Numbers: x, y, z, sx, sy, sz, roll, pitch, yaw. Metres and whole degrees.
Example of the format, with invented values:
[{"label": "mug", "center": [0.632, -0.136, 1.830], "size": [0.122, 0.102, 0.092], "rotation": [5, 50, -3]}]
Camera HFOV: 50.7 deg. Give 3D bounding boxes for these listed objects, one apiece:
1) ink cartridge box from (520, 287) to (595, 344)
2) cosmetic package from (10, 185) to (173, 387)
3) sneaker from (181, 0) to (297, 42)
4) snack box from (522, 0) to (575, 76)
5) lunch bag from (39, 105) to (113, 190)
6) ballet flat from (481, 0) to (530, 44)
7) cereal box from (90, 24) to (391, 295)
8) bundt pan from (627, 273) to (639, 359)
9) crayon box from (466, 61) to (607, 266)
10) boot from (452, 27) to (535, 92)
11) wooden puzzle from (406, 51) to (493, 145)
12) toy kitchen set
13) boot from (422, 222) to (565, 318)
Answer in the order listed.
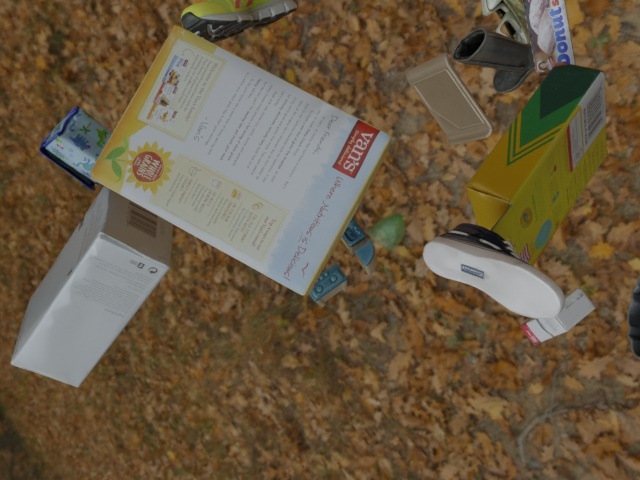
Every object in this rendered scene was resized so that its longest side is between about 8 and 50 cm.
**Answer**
[{"label": "ink cartridge box", "center": [0.516, 0.168, 1.475], "size": [0.056, 0.099, 0.135], "rotation": [54, 158, 10]}, {"label": "cosmetic package", "center": [-0.463, 0.090, 1.383], "size": [0.385, 0.156, 0.217], "rotation": [-48, 30, 22]}, {"label": "sneaker", "center": [-0.122, -0.332, 0.924], "size": [0.081, 0.208, 0.094], "rotation": [-12, 107, 38]}, {"label": "snack box", "center": [0.375, -0.365, 1.117], "size": [0.064, 0.022, 0.178], "rotation": [-8, 116, 25]}, {"label": "lunch bag", "center": [-0.454, -0.167, 1.283], "size": [0.129, 0.096, 0.151], "rotation": [40, 150, -26]}, {"label": "ballet flat", "center": [0.546, -0.674, 1.994], "size": [0.348, 0.123, 0.123], "rotation": [50, 149, -11]}, {"label": "cereal box", "center": [-0.075, -0.077, 0.652], "size": [0.240, 0.173, 0.047], "rotation": [29, 177, 6]}, {"label": "bundt pan", "center": [0.924, 0.176, 1.711], "size": [0.124, 0.331, 0.331], "rotation": [14, 139, -3]}, {"label": "crayon box", "center": [0.332, -0.093, 1.053], "size": [0.081, 0.318, 0.202], "rotation": [26, 160, 35]}, {"label": "boot", "center": [0.378, -0.391, 1.486], "size": [0.189, 0.208, 0.076], "rotation": [-46, 59, 55]}, {"label": "wooden puzzle", "center": [0.341, -0.368, 1.775], "size": [0.238, 0.044, 0.221], "rotation": [56, 165, -12]}, {"label": "toy kitchen set", "center": [0.000, 0.000, 1.390], "size": [0.207, 0.166, 0.122], "rotation": [53, 175, 25]}, {"label": "boot", "center": [0.230, 0.028, 0.851], "size": [0.190, 0.086, 0.069], "rotation": [27, 131, 33]}]
